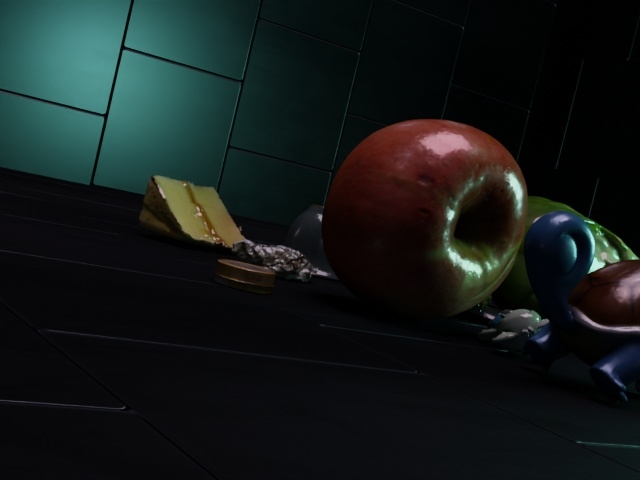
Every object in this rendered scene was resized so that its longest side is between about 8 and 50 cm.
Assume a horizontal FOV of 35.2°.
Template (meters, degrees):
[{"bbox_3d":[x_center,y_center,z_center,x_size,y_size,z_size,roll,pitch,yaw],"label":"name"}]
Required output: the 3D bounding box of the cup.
[{"bbox_3d":[0.000,0.000,2.257,0.199,0.150,0.199,14,3,-1],"label":"cup"}]

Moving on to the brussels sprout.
[{"bbox_3d":[0.511,0.056,2.201,0.371,0.276,0.315,23,-4,-15],"label":"brussels sprout"}]

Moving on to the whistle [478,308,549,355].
[{"bbox_3d":[0.324,0.152,1.703,0.114,0.077,0.235,-19,-1,-3],"label":"whistle"}]

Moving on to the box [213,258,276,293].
[{"bbox_3d":[-0.127,0.060,1.693,0.105,0.037,0.105,13,2,-1],"label":"box"}]

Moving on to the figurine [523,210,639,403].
[{"bbox_3d":[0.449,0.120,1.490,0.416,0.243,0.298,18,-7,-23],"label":"figurine"}]

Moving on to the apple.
[{"bbox_3d":[0.177,-0.040,1.819,0.363,0.364,0.364,13,3,-1],"label":"apple"}]

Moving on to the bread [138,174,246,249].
[{"bbox_3d":[-0.258,-0.054,2.239,0.178,0.135,0.240,15,2,33],"label":"bread"}]

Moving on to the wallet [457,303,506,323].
[{"bbox_3d":[0.254,0.122,2.134,0.321,0.044,0.170,15,2,17],"label":"wallet"}]

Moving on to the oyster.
[{"bbox_3d":[-0.085,0.041,2.013,0.125,0.064,0.177,11,-1,40],"label":"oyster"}]

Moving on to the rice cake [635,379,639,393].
[{"bbox_3d":[0.571,0.241,1.497,0.207,0.033,0.033,16,-1,25],"label":"rice cake"}]

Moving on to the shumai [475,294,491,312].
[{"bbox_3d":[0.288,0.002,2.058,0.218,0.185,0.184,30,-18,40],"label":"shumai"}]
